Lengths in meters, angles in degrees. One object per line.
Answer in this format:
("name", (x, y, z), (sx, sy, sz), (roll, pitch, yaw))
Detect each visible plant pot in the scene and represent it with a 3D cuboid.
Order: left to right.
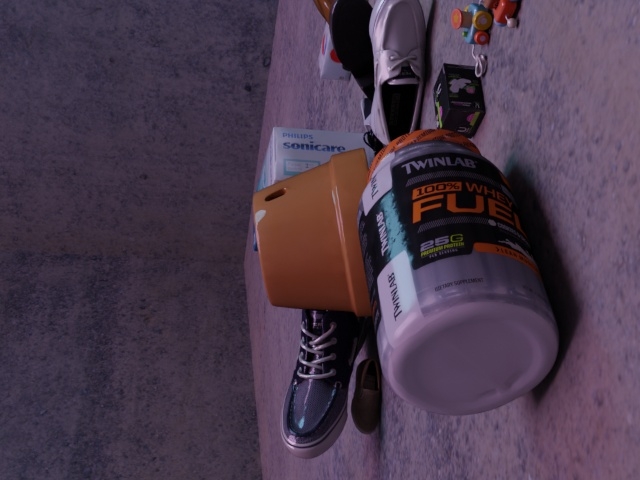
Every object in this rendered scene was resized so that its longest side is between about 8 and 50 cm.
("plant pot", (0.000, 0.000, 1.773), (0.291, 0.203, 0.291), (-9, -90, -89))

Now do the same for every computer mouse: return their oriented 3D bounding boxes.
("computer mouse", (0.106, -0.204, 1.874), (0.106, 0.042, 0.193), (58, -163, -35))

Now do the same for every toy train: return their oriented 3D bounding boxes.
("toy train", (0.211, -0.297, 1.355), (0.166, 0.046, 0.125), (113, 159, -60))

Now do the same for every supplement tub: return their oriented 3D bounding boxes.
("supplement tub", (0.146, 0.025, 1.190), (0.316, 0.193, 0.194), (-98, 16, -47))

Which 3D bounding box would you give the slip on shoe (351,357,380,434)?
("slip on shoe", (0.086, 0.278, 1.855), (0.041, 0.051, 0.135), (135, 145, -61))

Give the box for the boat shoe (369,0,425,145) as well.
("boat shoe", (0.128, -0.277, 1.690), (0.088, 0.096, 0.268), (-117, 31, -63))

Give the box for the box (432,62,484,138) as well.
("box", (0.189, -0.192, 1.425), (0.062, 0.052, 0.083), (108, 164, -56))

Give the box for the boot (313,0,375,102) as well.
("boot", (0.040, -0.417, 1.868), (0.264, 0.096, 0.280), (46, -165, -53))

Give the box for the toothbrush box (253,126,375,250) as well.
("toothbrush box", (-0.009, -0.090, 2.042), (0.295, 0.216, 0.126), (114, 157, -59))

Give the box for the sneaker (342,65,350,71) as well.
("sneaker", (0.082, -0.386, 2.031), (0.170, 0.074, 0.063), (109, 162, -56))

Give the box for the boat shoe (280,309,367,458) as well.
("boat shoe", (-0.007, 0.212, 1.865), (0.341, 0.127, 0.158), (-72, -26, -43))

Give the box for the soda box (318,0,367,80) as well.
("soda box", (0.047, -0.458, 2.274), (0.216, 0.069, 0.074), (104, 166, -47))
